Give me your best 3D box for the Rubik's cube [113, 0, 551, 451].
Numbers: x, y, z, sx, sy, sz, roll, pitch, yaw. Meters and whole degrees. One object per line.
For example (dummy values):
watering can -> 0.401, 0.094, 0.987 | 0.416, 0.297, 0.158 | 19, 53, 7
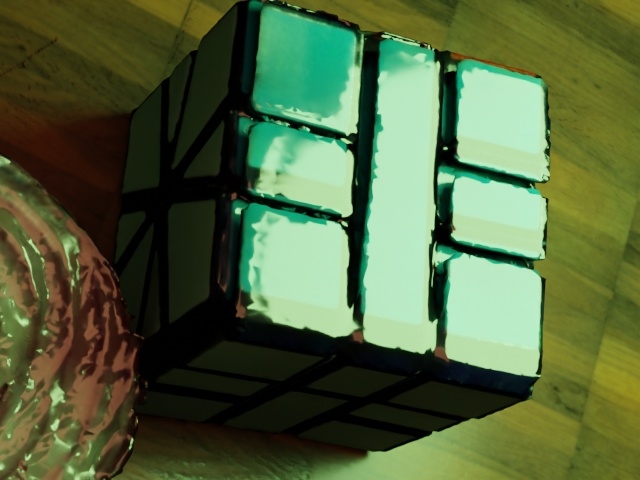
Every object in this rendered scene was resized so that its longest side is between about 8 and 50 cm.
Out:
Rubik's cube -> 0.000, 0.000, 1.457 | 0.283, 0.293, 0.289 | 13, 67, -20

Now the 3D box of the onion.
onion -> -0.296, 0.113, 1.354 | 0.314, 0.146, 0.280 | -42, 98, -24
